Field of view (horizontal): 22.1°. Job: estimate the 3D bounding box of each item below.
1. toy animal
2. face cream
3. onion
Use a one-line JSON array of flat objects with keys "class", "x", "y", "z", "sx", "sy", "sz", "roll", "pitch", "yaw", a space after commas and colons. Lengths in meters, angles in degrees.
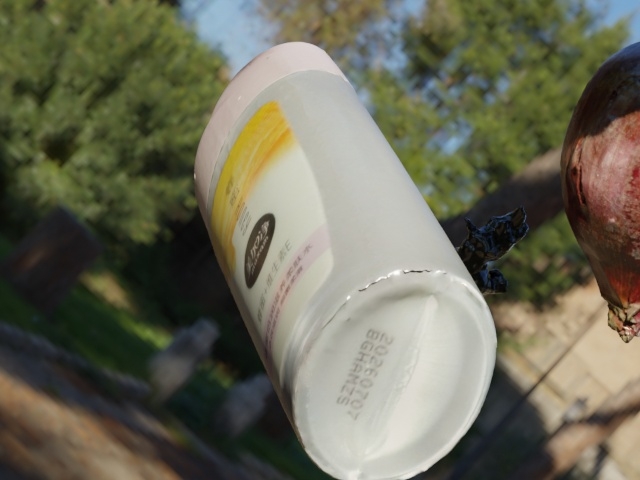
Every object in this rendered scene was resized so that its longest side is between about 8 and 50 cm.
[{"class": "toy animal", "x": 0.108, "y": 0.023, "z": 1.208, "sx": 0.065, "sy": 0.135, "sz": 0.047, "roll": -5, "pitch": 55, "yaw": -52}, {"class": "face cream", "x": 0.000, "y": 0.000, "z": 0.694, "sx": 0.073, "sy": 0.107, "sz": 0.269, "roll": 22, "pitch": 17, "yaw": -20}, {"class": "onion", "x": 0.221, "y": -0.029, "z": 1.043, "sx": 0.159, "sy": 0.194, "sz": 0.159, "roll": 24, "pitch": -1, "yaw": 0}]
